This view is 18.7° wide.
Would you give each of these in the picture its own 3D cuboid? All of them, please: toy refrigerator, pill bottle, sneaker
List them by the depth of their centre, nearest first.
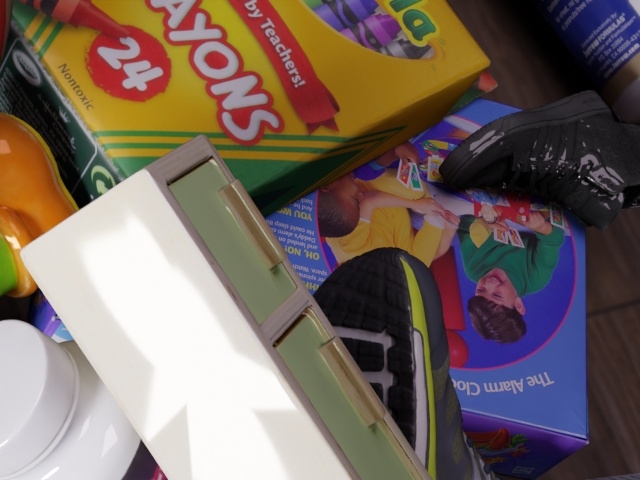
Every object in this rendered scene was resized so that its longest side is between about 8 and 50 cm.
[{"bbox_3d":[-0.030,0.084,1.005,0.269,0.094,0.102,56,19,-3],"label":"toy refrigerator"},{"bbox_3d":[-0.118,0.120,1.048,0.193,0.108,0.108,41,46,-44],"label":"pill bottle"},{"bbox_3d":[0.058,0.148,1.134,0.121,0.111,0.300,-18,106,-46],"label":"sneaker"},{"bbox_3d":[0.162,-0.044,1.250,0.170,0.051,0.089,-22,71,-35],"label":"sneaker"},{"bbox_3d":[0.206,-0.229,1.399,0.153,0.153,0.264,-28,79,-33],"label":"pill bottle"}]

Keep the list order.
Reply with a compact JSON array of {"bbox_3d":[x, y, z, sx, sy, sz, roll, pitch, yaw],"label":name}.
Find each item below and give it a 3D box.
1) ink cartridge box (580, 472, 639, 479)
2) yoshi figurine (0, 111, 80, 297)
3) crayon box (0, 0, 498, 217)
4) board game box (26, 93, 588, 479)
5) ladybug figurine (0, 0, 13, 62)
[{"bbox_3d":[0.225,0.249,1.191,0.223,0.045,0.224,-2,97,-32],"label":"ink cartridge box"},{"bbox_3d":[-0.304,0.058,1.010,0.203,0.203,0.362,31,58,12],"label":"yoshi figurine"},{"bbox_3d":[-0.041,-0.129,1.184,0.318,0.081,0.202,-30,79,-34],"label":"crayon box"},{"bbox_3d":[0.000,0.000,1.232,0.347,0.078,0.233,14,59,-18],"label":"board game box"},{"bbox_3d":[-0.307,-0.044,0.892,0.449,0.305,0.162,-46,130,-41],"label":"ladybug figurine"}]
